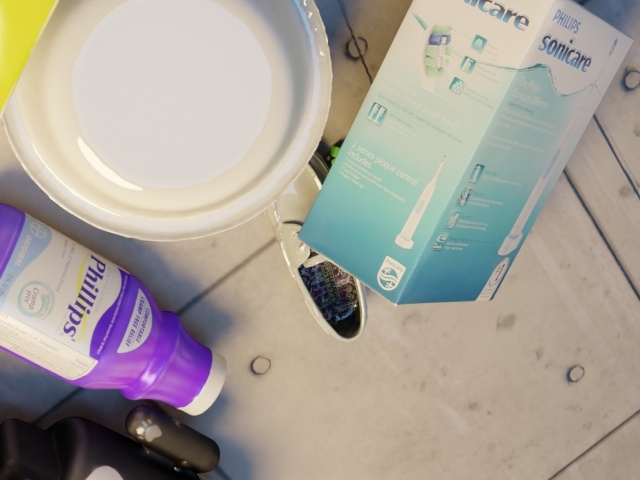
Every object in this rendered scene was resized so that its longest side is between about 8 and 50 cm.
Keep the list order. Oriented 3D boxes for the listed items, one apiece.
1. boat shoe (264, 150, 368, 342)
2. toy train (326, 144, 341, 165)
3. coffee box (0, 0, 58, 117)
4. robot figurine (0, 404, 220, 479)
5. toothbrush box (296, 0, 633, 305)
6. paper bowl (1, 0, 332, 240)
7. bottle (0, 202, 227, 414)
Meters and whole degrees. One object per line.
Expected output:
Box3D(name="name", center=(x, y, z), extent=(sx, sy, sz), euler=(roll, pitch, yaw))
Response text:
Box3D(name="boat shoe", center=(-0.001, 0.001, 1.079), extent=(0.079, 0.081, 0.227), euler=(-24, 116, -6))
Box3D(name="toy train", center=(0.044, -0.075, 1.099), extent=(0.083, 0.017, 0.023), euler=(18, 95, -24))
Box3D(name="coffee box", center=(-0.320, -0.256, 0.666), extent=(0.338, 0.334, 0.337), euler=(21, 126, -25))
Box3D(name="robot figurine", center=(-0.214, 0.281, 1.086), extent=(0.278, 0.173, 0.209), euler=(32, 136, -27))
Box3D(name="toothbrush box", center=(0.138, -0.096, 1.004), extent=(0.216, 0.126, 0.295), euler=(1, 119, -58))
Box3D(name="paper bowl", center=(-0.129, -0.137, 0.923), extent=(0.284, 0.148, 0.284), euler=(-4, 108, -11))
Box3D(name="bottle", center=(-0.217, 0.077, 1.023), extent=(0.283, 0.118, 0.092), euler=(34, 143, -27))
